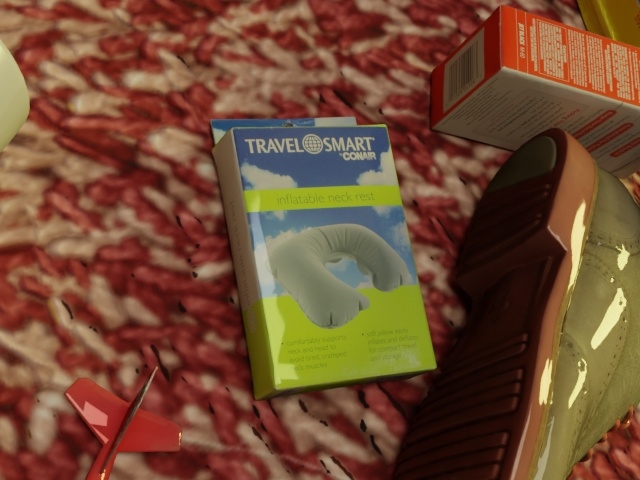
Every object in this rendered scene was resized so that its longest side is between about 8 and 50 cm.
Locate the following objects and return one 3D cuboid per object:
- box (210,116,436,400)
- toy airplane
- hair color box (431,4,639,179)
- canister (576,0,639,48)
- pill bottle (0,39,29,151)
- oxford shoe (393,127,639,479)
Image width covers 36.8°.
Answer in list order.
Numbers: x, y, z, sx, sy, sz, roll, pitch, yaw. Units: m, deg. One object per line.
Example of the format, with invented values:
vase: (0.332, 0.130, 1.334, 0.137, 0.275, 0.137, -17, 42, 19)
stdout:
box: (0.000, 0.000, 0.584, 0.109, 0.042, 0.178, -4, 74, -25)
toy airplane: (-0.121, 0.132, 0.490, 0.151, 0.028, 0.151, 8, 69, -22)
hair color box: (0.171, -0.098, 0.665, 0.167, 0.093, 0.053, 13, 66, -20)
canister: (0.273, -0.202, 0.703, 0.073, 0.170, 0.126, -10, 76, -27)
pill bottle: (-0.252, 0.001, 0.409, 0.153, 0.153, 0.264, 34, 62, -9)
oxford shoe: (0.139, 0.097, 0.566, 0.130, 0.123, 0.348, 31, 63, -17)
